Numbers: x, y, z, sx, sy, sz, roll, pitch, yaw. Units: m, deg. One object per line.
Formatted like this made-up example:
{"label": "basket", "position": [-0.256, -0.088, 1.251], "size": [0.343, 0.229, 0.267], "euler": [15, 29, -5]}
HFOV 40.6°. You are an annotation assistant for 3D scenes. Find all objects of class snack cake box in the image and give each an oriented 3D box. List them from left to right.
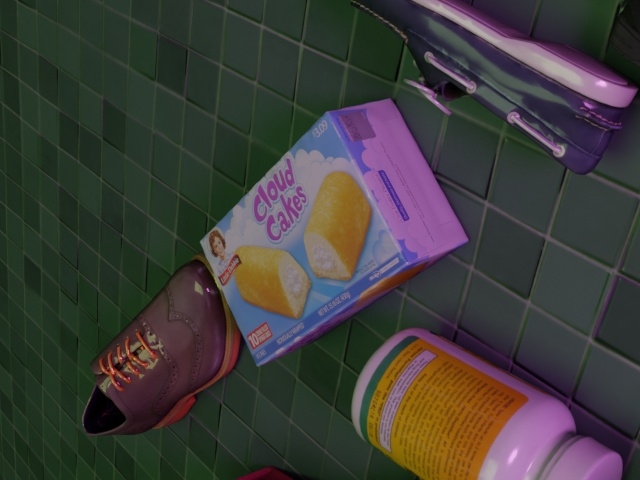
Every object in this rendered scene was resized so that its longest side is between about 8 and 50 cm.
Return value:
{"label": "snack cake box", "position": [0.000, 0.000, 0.838], "size": [0.264, 0.089, 0.152], "euler": [-40, 74, 48]}

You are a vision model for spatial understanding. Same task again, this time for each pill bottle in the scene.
{"label": "pill bottle", "position": [0.136, 0.164, 0.722], "size": [0.208, 0.117, 0.118], "euler": [26, 122, 40]}

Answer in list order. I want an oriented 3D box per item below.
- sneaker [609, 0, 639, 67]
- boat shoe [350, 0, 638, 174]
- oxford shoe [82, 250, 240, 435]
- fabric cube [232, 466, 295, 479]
{"label": "sneaker", "position": [0.240, -0.139, 0.540], "size": [0.170, 0.051, 0.089], "euler": [51, 138, 36]}
{"label": "boat shoe", "position": [0.114, -0.136, 0.661], "size": [0.254, 0.095, 0.079], "euler": [33, 116, 26]}
{"label": "oxford shoe", "position": [-0.207, 0.152, 1.093], "size": [0.130, 0.132, 0.364], "euler": [53, 136, 22]}
{"label": "fabric cube", "position": [-0.084, 0.432, 0.928], "size": [0.259, 0.254, 0.258], "euler": [1, 103, 63]}
